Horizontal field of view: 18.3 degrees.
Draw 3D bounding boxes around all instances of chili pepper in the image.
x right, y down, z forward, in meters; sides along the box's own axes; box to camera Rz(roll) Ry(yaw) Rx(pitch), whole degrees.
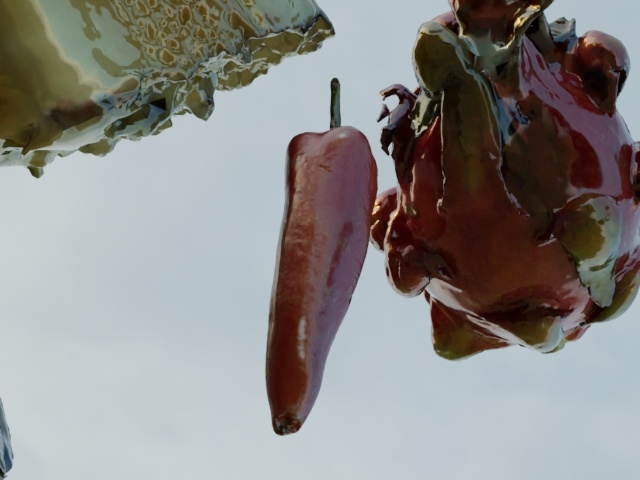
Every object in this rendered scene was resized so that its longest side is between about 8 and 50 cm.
[{"bbox_3d":[0.000,0.000,1.261,0.063,0.272,0.071,-7,-40,20],"label":"chili pepper"}]

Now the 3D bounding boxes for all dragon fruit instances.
[{"bbox_3d":[0.141,-0.058,1.511,0.243,0.228,0.307,175,-102,-80],"label":"dragon fruit"}]

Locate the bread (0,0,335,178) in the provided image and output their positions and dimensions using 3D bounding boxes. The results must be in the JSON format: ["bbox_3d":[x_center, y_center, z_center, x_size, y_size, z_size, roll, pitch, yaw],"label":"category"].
[{"bbox_3d":[-0.180,-0.180,1.431,0.211,0.316,0.270,-36,-94,47],"label":"bread"}]

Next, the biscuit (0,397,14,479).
[{"bbox_3d":[-0.316,0.081,1.595,0.296,0.075,0.295,163,-90,-85],"label":"biscuit"}]
